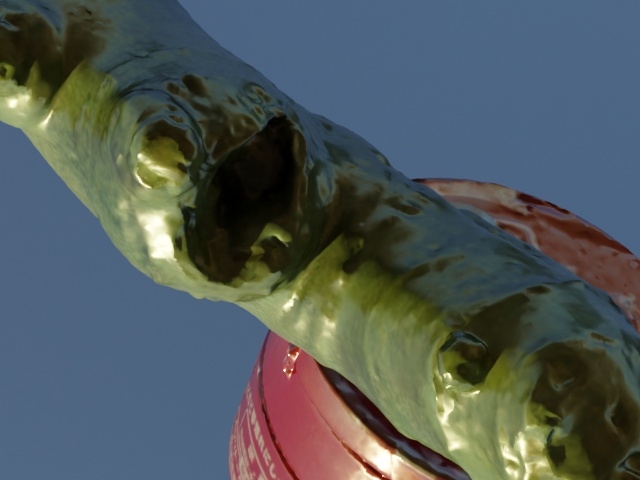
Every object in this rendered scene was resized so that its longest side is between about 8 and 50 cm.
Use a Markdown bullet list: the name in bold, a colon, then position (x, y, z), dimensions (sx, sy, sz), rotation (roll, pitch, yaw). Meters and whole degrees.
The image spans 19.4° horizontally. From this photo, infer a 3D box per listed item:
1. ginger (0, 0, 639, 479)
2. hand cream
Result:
- **ginger**: position (-0.004, -0.001, 0.620), dimensions (0.290, 0.137, 0.089), rotation (38, -98, 13)
- **hand cream**: position (0.071, 0.093, 0.947), dimensions (0.230, 0.149, 0.230), rotation (14, -139, -13)
